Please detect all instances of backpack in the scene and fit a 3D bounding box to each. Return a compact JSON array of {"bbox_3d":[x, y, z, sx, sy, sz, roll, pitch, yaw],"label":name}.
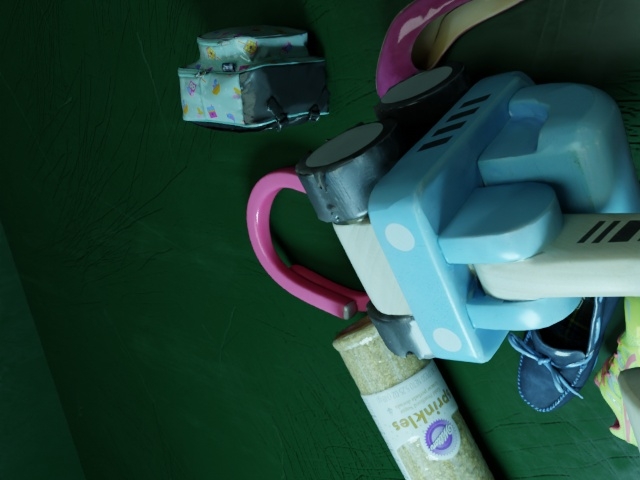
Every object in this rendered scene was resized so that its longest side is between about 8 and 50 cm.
[{"bbox_3d":[-0.103,-0.220,0.903,0.188,0.165,0.145,2,110,41],"label":"backpack"}]

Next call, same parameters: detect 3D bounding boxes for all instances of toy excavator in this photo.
[{"bbox_3d":[0.187,-0.007,0.518,0.445,0.433,0.223,-5,120,44],"label":"toy excavator"}]

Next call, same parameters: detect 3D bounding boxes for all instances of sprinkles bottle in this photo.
[{"bbox_3d":[0.148,0.271,0.936,0.121,0.121,0.356,-30,87,48],"label":"sprinkles bottle"}]

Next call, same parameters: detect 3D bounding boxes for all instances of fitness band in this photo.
[{"bbox_3d":[0.000,0.000,0.997,0.290,0.054,0.209,22,124,35],"label":"fitness band"}]

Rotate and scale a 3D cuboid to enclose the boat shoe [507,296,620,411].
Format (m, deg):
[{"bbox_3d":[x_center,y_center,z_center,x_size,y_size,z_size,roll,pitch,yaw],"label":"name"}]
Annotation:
[{"bbox_3d":[0.268,0.099,0.751,0.109,0.089,0.259,26,127,34],"label":"boat shoe"}]

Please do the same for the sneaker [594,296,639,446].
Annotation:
[{"bbox_3d":[0.340,0.143,0.710,0.094,0.081,0.209,5,113,49],"label":"sneaker"}]

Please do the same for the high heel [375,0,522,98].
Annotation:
[{"bbox_3d":[0.152,-0.227,0.709,0.117,0.082,0.244,53,126,25],"label":"high heel"}]
